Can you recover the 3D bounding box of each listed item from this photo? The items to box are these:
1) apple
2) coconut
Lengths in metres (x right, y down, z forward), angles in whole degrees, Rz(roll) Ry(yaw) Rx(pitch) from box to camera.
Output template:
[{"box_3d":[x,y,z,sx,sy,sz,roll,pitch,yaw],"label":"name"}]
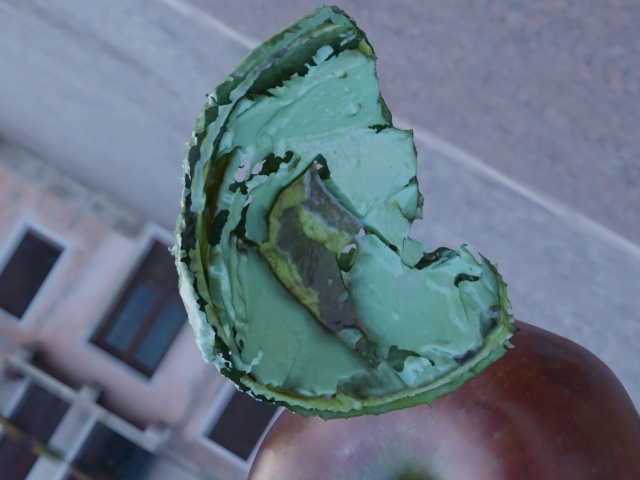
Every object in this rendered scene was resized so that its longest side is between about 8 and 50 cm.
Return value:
[{"box_3d":[0.080,0.150,0.912,0.230,0.230,0.230,31,175,3],"label":"apple"},{"box_3d":[-0.002,-0.003,0.599,0.055,0.133,0.158,17,133,49],"label":"coconut"}]
